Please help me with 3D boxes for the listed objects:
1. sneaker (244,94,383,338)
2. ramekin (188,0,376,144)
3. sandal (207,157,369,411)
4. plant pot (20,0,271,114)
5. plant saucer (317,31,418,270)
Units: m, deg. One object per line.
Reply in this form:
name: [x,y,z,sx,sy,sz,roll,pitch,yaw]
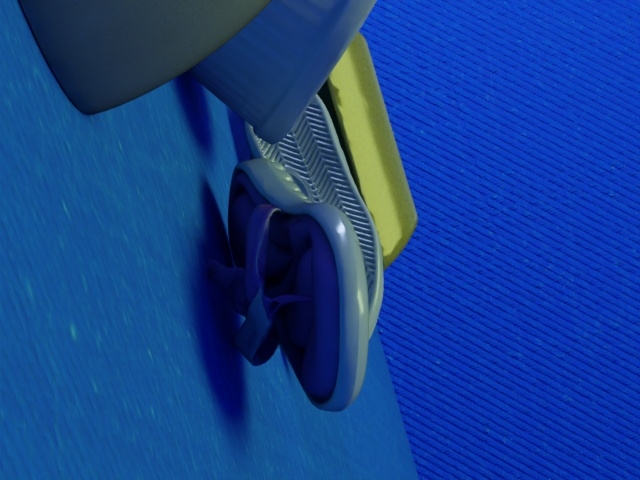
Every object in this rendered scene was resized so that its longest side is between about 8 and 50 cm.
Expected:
sneaker: [0.000,0.000,2.079,0.148,0.131,0.350,76,4,-56]
ramekin: [-0.029,-0.237,1.811,0.127,0.273,0.273,32,12,-7]
sandal: [-0.046,0.039,1.586,0.416,0.102,0.169,-135,-138,-72]
plant pot: [-0.101,-0.243,1.215,0.284,0.191,0.284,-15,90,-86]
plant saucer: [0.020,-0.102,2.291,0.333,0.081,0.333,145,-70,-72]
